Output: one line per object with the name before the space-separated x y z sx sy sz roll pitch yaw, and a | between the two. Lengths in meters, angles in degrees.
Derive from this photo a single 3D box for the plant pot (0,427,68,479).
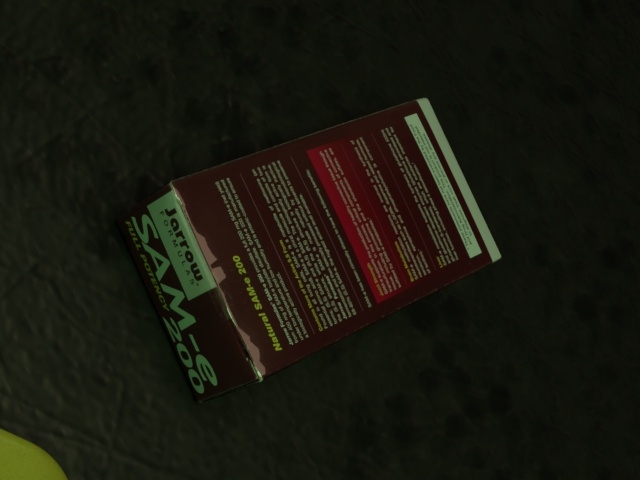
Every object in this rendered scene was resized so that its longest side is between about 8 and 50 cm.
plant pot | -0.172 0.141 0.642 0.083 0.081 0.081 29 55 -47

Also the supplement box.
supplement box | 0.000 0.000 0.837 0.239 0.073 0.130 -22 86 -43
